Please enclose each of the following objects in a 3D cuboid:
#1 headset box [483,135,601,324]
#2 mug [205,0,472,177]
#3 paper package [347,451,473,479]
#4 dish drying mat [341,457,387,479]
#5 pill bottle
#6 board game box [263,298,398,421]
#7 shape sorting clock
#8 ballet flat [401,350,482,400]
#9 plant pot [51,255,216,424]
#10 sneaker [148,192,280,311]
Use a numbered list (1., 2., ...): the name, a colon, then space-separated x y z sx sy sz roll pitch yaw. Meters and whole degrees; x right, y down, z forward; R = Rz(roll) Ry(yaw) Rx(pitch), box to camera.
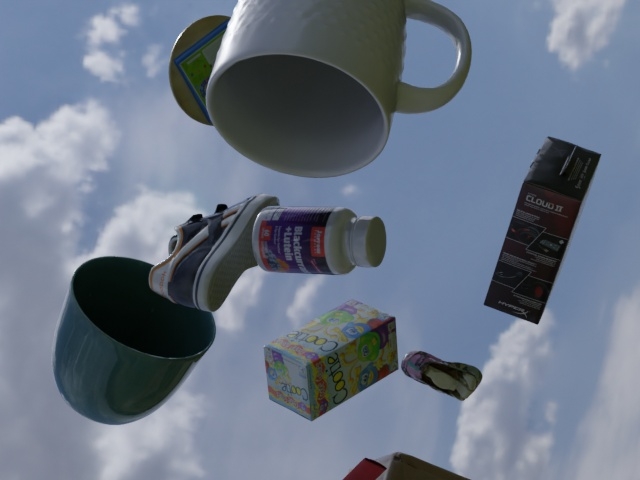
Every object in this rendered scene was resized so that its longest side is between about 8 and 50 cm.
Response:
1. headset box: 0.402 -0.033 2.110 0.218 0.110 0.293 -51 -23 -56
2. mug: 0.044 -0.298 1.801 0.276 0.374 0.328 93 -171 -55
3. paper package: 0.211 0.572 2.398 0.325 0.310 0.168 136 155 -65
4. dish drying mat: 0.049 0.293 1.454 0.083 0.032 0.008 -53 13 43
5. pill bottle: 0.000 0.000 1.846 0.108 0.194 0.108 -5 -85 -63
6. board game box: 0.027 0.260 2.617 0.275 0.144 0.142 -26 -58 -37
7. shape sorting clock: -0.193 -0.316 2.199 0.206 0.040 0.206 -5 -81 -34
8. ballet flat: 0.251 0.273 2.312 0.221 0.079 0.077 23 -77 -38
9. plant pot: -0.383 0.211 2.266 0.293 0.293 0.235 -22 -33 -58
10. sneaker: -0.175 0.003 1.986 0.321 0.128 0.126 -49 -35 -57
